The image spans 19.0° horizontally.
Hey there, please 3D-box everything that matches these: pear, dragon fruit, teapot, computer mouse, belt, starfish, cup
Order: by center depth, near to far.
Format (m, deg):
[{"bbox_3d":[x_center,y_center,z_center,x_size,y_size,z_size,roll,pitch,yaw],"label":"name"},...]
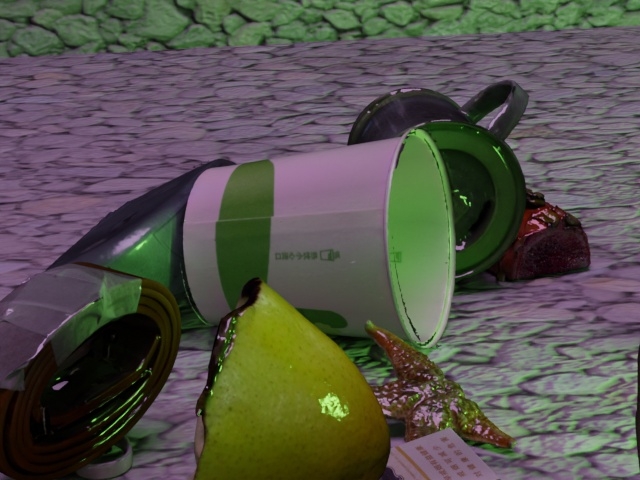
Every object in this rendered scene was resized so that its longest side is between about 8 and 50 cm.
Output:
[{"bbox_3d":[-0.028,0.178,1.696,0.178,0.267,0.267,16,19,-2],"label":"pear"},{"bbox_3d":[-0.247,0.121,1.852,0.105,0.184,0.261,18,31,34],"label":"belt"},{"bbox_3d":[0.086,0.166,1.949,0.138,0.050,0.247,-10,33,-36],"label":"starfish"},{"bbox_3d":[0.000,0.000,2.192,0.274,0.253,0.253,-1,18,20],"label":"cup"},{"bbox_3d":[-0.200,0.009,2.296,0.188,0.122,0.371,-22,15,26],"label":"computer mouse"},{"bbox_3d":[0.270,-0.010,2.402,0.147,0.096,0.102,-9,26,-16],"label":"dragon fruit"},{"bbox_3d":[0.155,-0.105,2.450,0.270,0.200,0.337,-45,13,6],"label":"teapot"}]

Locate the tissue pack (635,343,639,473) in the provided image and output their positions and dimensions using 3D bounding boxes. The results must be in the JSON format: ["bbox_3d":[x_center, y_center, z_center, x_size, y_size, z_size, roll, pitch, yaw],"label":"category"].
[{"bbox_3d":[0.469,0.169,1.599,0.277,0.267,0.387,-10,20,-28],"label":"tissue pack"}]

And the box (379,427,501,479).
[{"bbox_3d":[0.074,0.229,1.777,0.167,0.024,0.090,-17,37,-24],"label":"box"}]

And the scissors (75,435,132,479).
[{"bbox_3d":[-0.244,0.182,1.975,0.118,0.030,0.242,-1,22,1],"label":"scissors"}]
